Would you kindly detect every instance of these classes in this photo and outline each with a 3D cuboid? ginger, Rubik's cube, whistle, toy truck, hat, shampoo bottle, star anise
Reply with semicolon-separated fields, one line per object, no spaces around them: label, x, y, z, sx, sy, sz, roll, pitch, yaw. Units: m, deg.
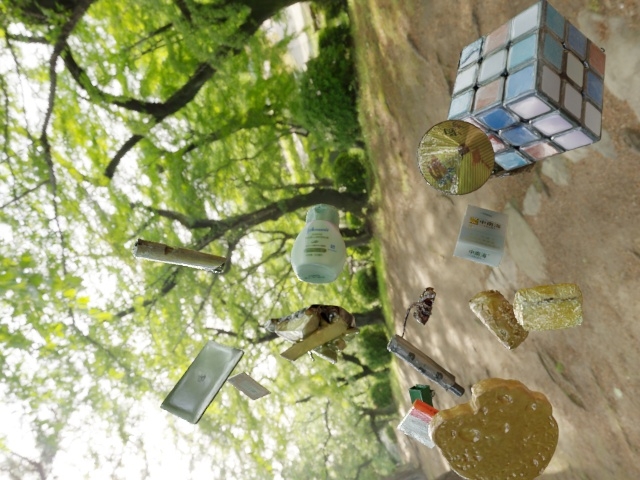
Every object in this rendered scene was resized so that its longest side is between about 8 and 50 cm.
ginger;-0.032;0.409;1.926;0.413;0.359;0.211;35;-136;-50
Rubik's cube;0.676;-0.490;1.588;0.362;0.363;0.359;27;157;-28
whistle;-0.492;0.056;1.707;0.327;0.067;0.057;15;-161;-29
toy truck;0.384;0.605;1.773;0.065;0.079;0.147;-11;93;48
hat;0.331;-0.209;1.152;0.193;0.193;0.082;64;180;7
shampoo bottle;0.000;0.000;1.992;0.151;0.222;0.349;73;-161;-50
star anise;0.320;0.236;1.572;0.070;0.190;0.097;25;174;-9

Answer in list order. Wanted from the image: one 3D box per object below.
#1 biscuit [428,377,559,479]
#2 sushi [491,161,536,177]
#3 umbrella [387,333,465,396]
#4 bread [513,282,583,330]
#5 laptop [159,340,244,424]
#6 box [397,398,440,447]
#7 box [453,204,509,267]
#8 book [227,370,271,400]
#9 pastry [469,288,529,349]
biscuit;0.470;0.515;1.290;0.351;0.312;0.057;30;-169;-12
sushi;0.735;-0.403;2.094;0.299;0.294;0.281;36;131;57
umbrella;0.404;0.481;1.843;0.337;0.067;0.073;36;-146;4
bread;0.854;0.252;1.796;0.121;0.246;0.174;-82;-22;-59
laptop;-0.379;0.447;1.549;0.188;0.269;0.015;6;138;38
box;0.341;0.604;1.578;0.139;0.035;0.245;25;144;14
box;0.561;-0.022;1.675;0.243;0.155;0.067;-59;-19;-47
book;-0.312;0.632;2.088;0.172;0.118;0.012;45;-145;-22
pastry;0.801;0.339;2.139;0.255;0.162;0.311;45;-172;-18
